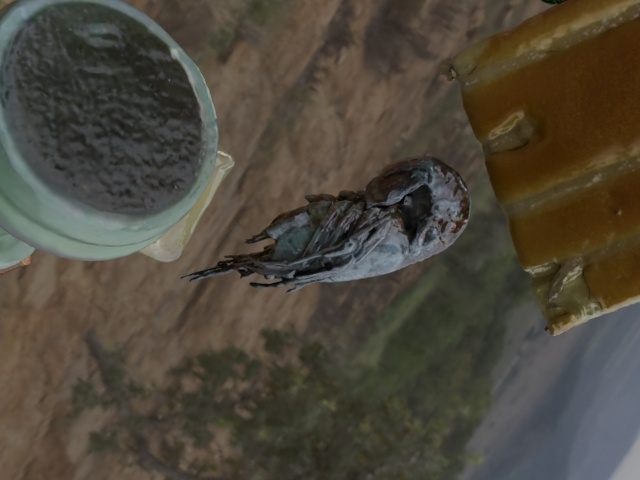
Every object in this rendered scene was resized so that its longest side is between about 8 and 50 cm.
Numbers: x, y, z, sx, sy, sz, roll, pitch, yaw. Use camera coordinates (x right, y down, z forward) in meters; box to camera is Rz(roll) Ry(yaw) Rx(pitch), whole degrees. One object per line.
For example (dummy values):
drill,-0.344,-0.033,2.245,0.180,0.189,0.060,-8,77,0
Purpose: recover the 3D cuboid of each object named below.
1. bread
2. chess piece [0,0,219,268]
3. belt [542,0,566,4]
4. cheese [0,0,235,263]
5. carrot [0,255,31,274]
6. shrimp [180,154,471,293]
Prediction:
bread,0.243,-0.073,0.863,0.246,0.239,0.111,-20,168,23
chess piece,-0.186,-0.025,0.655,0.272,0.139,0.139,-27,-172,45
belt,0.226,-0.253,0.961,0.079,0.121,0.151,67,32,-46
cheese,-0.229,-0.108,0.830,0.104,0.384,0.384,-58,164,-2
carrot,-0.323,0.024,1.118,0.032,0.093,0.032,40,44,-54
shrimp,0.000,0.000,0.861,0.233,0.079,0.090,-17,-161,13
